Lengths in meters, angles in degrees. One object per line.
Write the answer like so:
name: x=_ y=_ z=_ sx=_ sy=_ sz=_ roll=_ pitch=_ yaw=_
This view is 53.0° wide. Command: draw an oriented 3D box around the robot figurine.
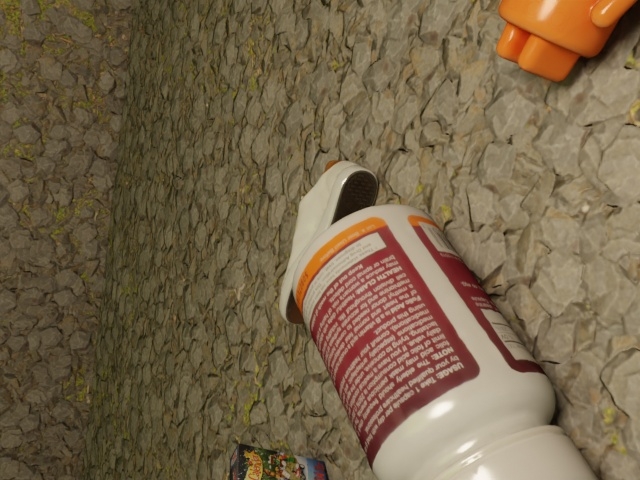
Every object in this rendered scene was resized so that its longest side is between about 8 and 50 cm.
robot figurine: x=0.283 y=-0.289 z=0.701 sx=0.158 sy=0.128 sz=0.219 roll=-56 pitch=-10 yaw=-66

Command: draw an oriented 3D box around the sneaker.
sneaker: x=0.000 y=0.000 z=1.099 sx=0.123 sy=0.106 sz=0.290 roll=38 pitch=105 yaw=55

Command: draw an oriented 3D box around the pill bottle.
pill bottle: x=0.131 y=0.161 z=0.769 sx=0.224 sy=0.224 sz=0.392 roll=-59 pitch=42 yaw=32

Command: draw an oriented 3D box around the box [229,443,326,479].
box: x=-0.061 y=0.434 z=0.998 sx=0.233 sy=0.159 sz=0.044 roll=-102 pitch=34 yaw=-59
